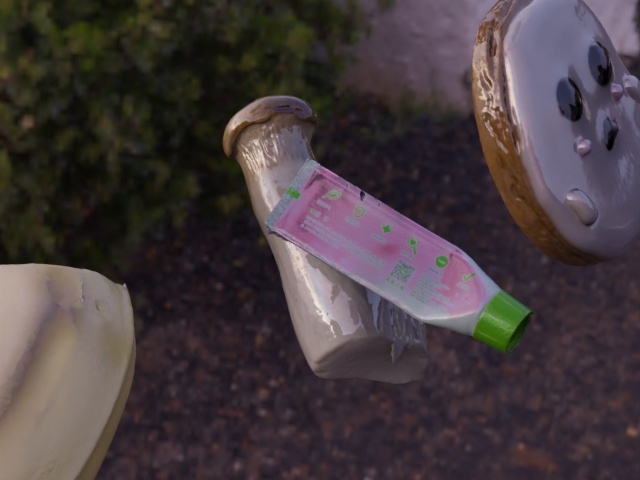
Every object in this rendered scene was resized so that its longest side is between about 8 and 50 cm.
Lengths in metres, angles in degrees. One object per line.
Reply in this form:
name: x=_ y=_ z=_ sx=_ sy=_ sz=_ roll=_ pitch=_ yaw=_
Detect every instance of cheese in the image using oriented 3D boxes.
cheese: x=-0.267 y=0.151 z=1.077 sx=0.259 sy=0.128 sz=0.316 roll=-3 pitch=53 yaw=31

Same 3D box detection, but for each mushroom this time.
mushroom: x=0.000 y=0.000 z=1.761 sx=0.122 sy=0.159 sz=0.329 roll=-28 pitch=69 yaw=9

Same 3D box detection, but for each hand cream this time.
hand cream: x=0.077 y=0.021 z=1.621 sx=0.275 sy=0.050 sz=0.079 roll=31 pitch=52 yaw=17

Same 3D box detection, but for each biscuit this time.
biscuit: x=0.179 y=-0.080 z=1.158 sx=0.049 sy=0.208 sz=0.181 roll=-9 pitch=38 yaw=38
